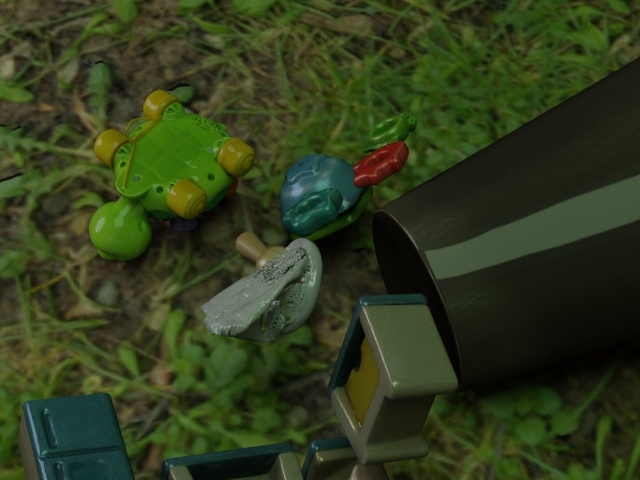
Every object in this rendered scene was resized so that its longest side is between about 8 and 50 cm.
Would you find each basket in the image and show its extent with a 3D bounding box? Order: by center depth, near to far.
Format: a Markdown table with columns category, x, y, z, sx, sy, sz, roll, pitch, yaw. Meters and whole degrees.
| category | x | y | z | sx | sy | sz | roll | pitch | yaw |
| --- | --- | --- | --- | --- | --- | --- | --- | --- | --- |
| basket | 0.161 | -0.004 | 0.936 | 0.227 | 0.154 | 0.204 | -22 | 52 | -11 |

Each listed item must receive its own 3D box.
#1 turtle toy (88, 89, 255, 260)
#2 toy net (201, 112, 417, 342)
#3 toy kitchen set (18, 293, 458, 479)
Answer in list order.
| category | x | y | z | sx | sy | sz | roll | pitch | yaw |
| --- | --- | --- | --- | --- | --- | --- | --- | --- | --- |
| turtle toy | -0.110 | -0.039 | 1.007 | 0.095 | 0.066 | 0.130 | 35 | 61 | 22 |
| toy net | 0.000 | 0.000 | 0.919 | 0.122 | 0.045 | 0.232 | -20 | 24 | 27 |
| toy kitchen set | -0.053 | 0.097 | 0.826 | 0.207 | 0.166 | 0.122 | -4 | 44 | -23 |
